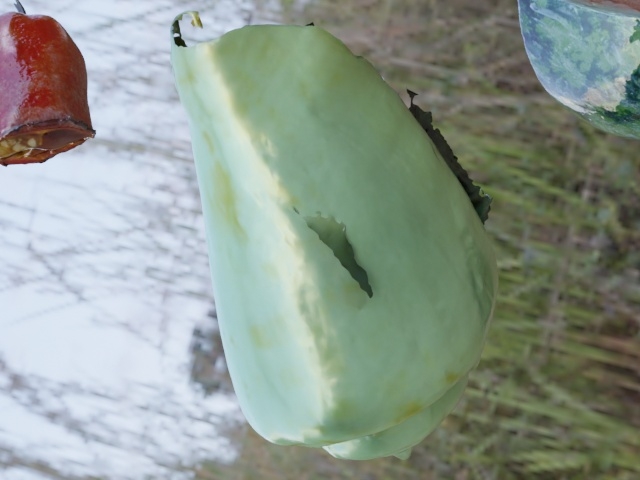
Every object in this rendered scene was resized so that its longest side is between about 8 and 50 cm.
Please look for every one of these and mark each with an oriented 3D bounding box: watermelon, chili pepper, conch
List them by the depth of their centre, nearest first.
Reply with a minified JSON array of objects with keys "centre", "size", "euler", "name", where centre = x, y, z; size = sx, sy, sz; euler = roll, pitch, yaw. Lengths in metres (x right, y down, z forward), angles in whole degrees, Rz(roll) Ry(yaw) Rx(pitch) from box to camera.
[{"centre":[0.015,-0.001,0.794],"size":[0.137,0.143,0.250],"euler":[-36,-60,-75],"name":"conch"},{"centre":[-0.231,-0.135,1.201],"size":[0.086,0.084,0.192],"euler":[22,-143,-39],"name":"chili pepper"},{"centre":[0.358,-0.185,1.535],"size":[0.176,0.260,0.256],"euler":[-60,-35,-8],"name":"watermelon"}]
